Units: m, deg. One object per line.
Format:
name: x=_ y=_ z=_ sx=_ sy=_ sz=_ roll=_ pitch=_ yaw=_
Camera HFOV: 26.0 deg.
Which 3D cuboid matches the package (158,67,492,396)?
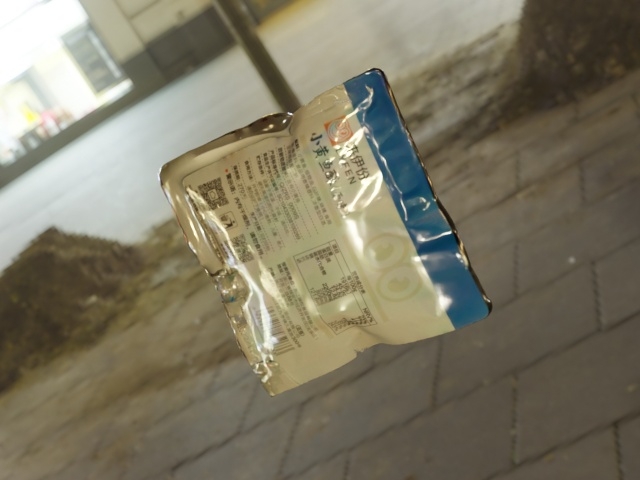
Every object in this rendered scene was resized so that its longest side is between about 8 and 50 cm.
package: x=0.000 y=0.000 z=0.871 sx=0.173 sy=0.171 sz=0.027 roll=-22 pitch=6 yaw=22
